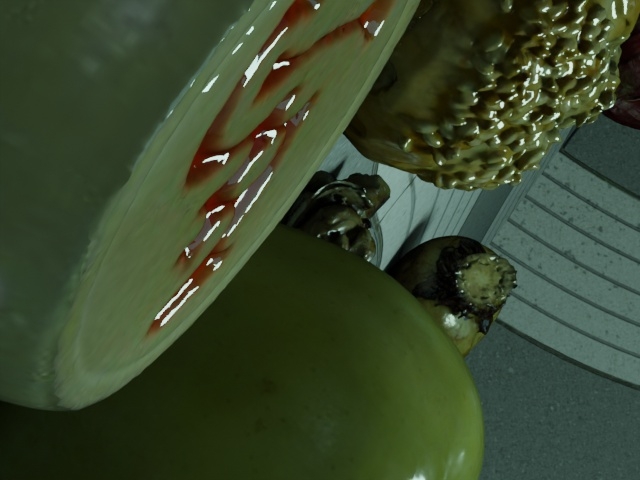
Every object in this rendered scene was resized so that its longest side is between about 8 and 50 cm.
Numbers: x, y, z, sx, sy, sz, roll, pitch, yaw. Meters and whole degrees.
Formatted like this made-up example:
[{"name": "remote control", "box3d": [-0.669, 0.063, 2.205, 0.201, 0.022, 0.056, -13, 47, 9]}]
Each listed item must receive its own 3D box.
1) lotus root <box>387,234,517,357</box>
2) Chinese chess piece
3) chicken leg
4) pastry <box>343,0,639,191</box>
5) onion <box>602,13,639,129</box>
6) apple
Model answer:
[{"name": "lotus root", "box3d": [0.137, 0.086, 2.225, 0.169, 0.141, 0.314, -47, 178, -29]}, {"name": "Chinese chess piece", "box3d": [-0.055, -0.066, 0.624, 0.273, 0.102, 0.273, -53, 172, -10]}, {"name": "chicken leg", "box3d": [0.003, -0.004, 1.351, 0.125, 0.080, 0.196, -49, -173, 49]}, {"name": "pastry", "box3d": [0.145, -0.159, 1.208, 0.311, 0.162, 0.255, -52, 169, -30]}, {"name": "onion", "box3d": [0.403, -0.267, 2.095, 0.281, 0.221, 0.281, -161, -90, -73]}, {"name": "apple", "box3d": [-0.048, 0.111, 0.911, 0.262, 0.262, 0.262, -53, 172, -11]}]
